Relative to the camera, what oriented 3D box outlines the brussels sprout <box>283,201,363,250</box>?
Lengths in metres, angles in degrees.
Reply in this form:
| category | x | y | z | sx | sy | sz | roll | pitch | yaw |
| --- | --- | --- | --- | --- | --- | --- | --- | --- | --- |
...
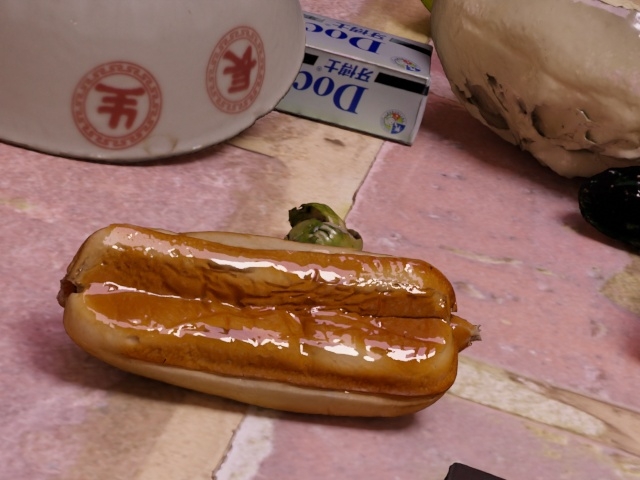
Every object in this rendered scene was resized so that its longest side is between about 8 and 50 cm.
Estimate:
| category | x | y | z | sx | sy | sz | roll | pitch | yaw |
| --- | --- | --- | --- | --- | --- | --- | --- | --- | --- |
| brussels sprout | 0.001 | 0.000 | 1.217 | 0.051 | 0.046 | 0.083 | 20 | 23 | -5 |

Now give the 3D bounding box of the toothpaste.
| category | x | y | z | sx | sy | sz | roll | pitch | yaw |
| --- | --- | --- | --- | --- | --- | --- | --- | --- | --- |
| toothpaste | -0.079 | -0.157 | 1.480 | 0.336 | 0.067 | 0.081 | 14 | 28 | -2 |

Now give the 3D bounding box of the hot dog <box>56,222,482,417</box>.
| category | x | y | z | sx | sy | sz | roll | pitch | yaw |
| --- | --- | --- | --- | --- | --- | --- | --- | --- | --- |
| hot dog | -0.025 | 0.049 | 1.068 | 0.249 | 0.076 | 0.102 | 7 | 63 | -15 |

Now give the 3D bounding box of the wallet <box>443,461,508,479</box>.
| category | x | y | z | sx | sy | sz | roll | pitch | yaw |
| --- | --- | --- | --- | --- | --- | --- | --- | --- | --- |
| wallet | 0.133 | 0.163 | 0.987 | 0.156 | 0.018 | 0.082 | 20 | 25 | 7 |

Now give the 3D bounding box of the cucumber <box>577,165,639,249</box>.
| category | x | y | z | sx | sy | sz | roll | pitch | yaw |
| --- | --- | --- | --- | --- | --- | --- | --- | --- | --- |
| cucumber | 0.339 | -0.002 | 1.383 | 0.303 | 0.072 | 0.081 | 19 | 53 | 6 |

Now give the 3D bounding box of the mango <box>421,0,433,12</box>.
| category | x | y | z | sx | sy | sz | roll | pitch | yaw |
| --- | --- | --- | --- | --- | --- | --- | --- | --- | --- |
| mango | 0.177 | -0.239 | 1.756 | 0.125 | 0.111 | 0.233 | 48 | 25 | 28 |

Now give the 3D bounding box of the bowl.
| category | x | y | z | sx | sy | sz | roll | pitch | yaw |
| --- | --- | --- | --- | --- | --- | --- | --- | --- | --- |
| bowl | -0.158 | -0.226 | 1.353 | 0.337 | 0.157 | 0.337 | 9 | 45 | -9 |

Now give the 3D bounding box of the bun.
| category | x | y | z | sx | sy | sz | roll | pitch | yaw |
| --- | --- | --- | --- | --- | --- | --- | --- | --- | --- |
| bun | 0.210 | -0.126 | 1.490 | 0.287 | 0.146 | 0.287 | 26 | 10 | -5 |
